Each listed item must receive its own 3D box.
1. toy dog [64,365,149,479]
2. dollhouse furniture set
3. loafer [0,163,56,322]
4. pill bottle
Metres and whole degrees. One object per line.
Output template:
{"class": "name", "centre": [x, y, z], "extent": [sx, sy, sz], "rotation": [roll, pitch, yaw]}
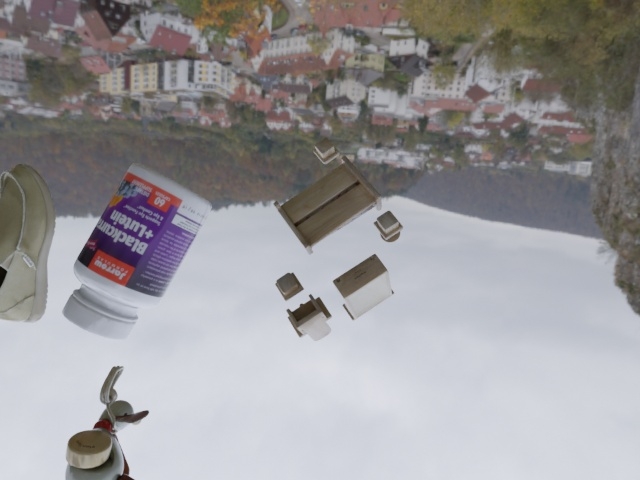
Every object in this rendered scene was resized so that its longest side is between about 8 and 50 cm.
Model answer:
{"class": "toy dog", "centre": [-0.450, 0.461, 1.021], "extent": [0.161, 0.220, 0.333], "rotation": [17, -155, -8]}
{"class": "dollhouse furniture set", "centre": [0.000, 0.000, 1.040], "extent": [0.355, 0.303, 0.173], "rotation": [54, 175, 27]}
{"class": "loafer", "centre": [-0.500, 0.009, 0.744], "extent": [0.102, 0.268, 0.092], "rotation": [4, -175, 33]}
{"class": "pill bottle", "centre": [-0.223, 0.015, 0.552], "extent": [0.108, 0.193, 0.108], "rotation": [27, 175, 3]}
